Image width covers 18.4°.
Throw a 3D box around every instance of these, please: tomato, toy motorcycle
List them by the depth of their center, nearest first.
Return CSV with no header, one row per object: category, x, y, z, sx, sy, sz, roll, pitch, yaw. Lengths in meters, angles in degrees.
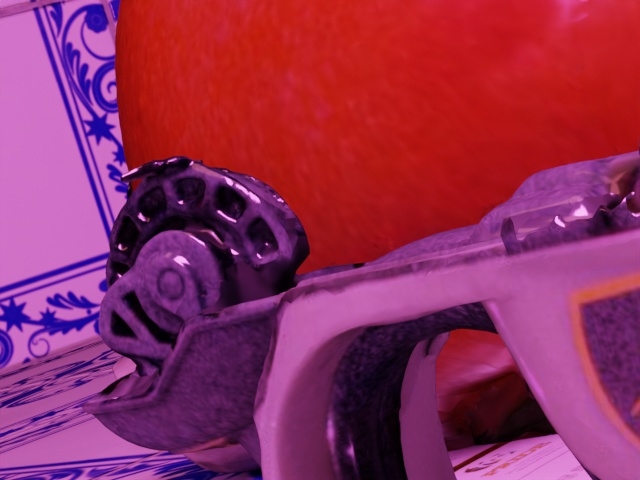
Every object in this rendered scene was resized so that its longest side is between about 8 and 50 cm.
toy motorcycle,0.061,0.036,0.428,0.263,0.157,0.091,-14,1,31
tomato,0.098,-0.069,0.725,0.341,0.273,0.341,-11,-17,-3

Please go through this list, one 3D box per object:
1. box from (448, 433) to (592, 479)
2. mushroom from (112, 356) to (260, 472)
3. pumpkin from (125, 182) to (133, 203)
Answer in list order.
box,0.069,0.085,0.608,0.084,0.040,0.154,-22,4,-42
mushroom,0.002,0.063,1.045,0.225,0.093,0.116,-22,-20,16
pumpkin,0.000,0.000,1.163,0.233,0.163,0.233,-1,-30,0
